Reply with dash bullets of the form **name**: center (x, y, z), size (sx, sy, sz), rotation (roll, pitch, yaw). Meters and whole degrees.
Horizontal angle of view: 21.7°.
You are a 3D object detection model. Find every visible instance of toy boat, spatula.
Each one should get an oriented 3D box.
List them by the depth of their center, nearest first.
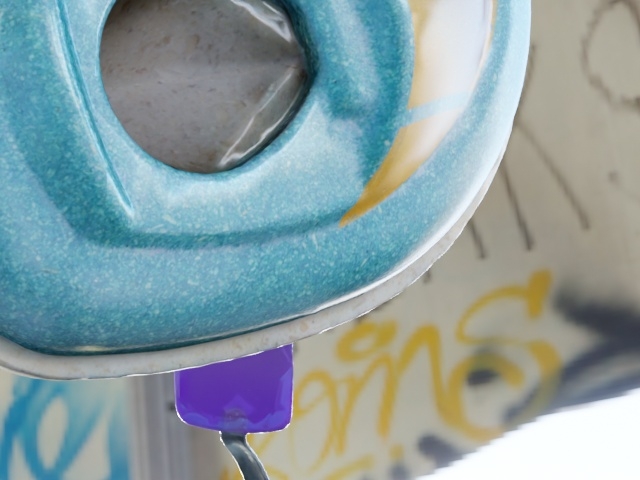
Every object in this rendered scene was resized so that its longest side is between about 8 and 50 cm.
- **toy boat**: center (0.000, 0.000, 0.567), size (0.267, 0.318, 0.148), rotation (-25, 6, -32)
- **spatula**: center (-0.037, 0.162, 1.009), size (0.084, 0.297, 0.030), rotation (0, 20, 28)
